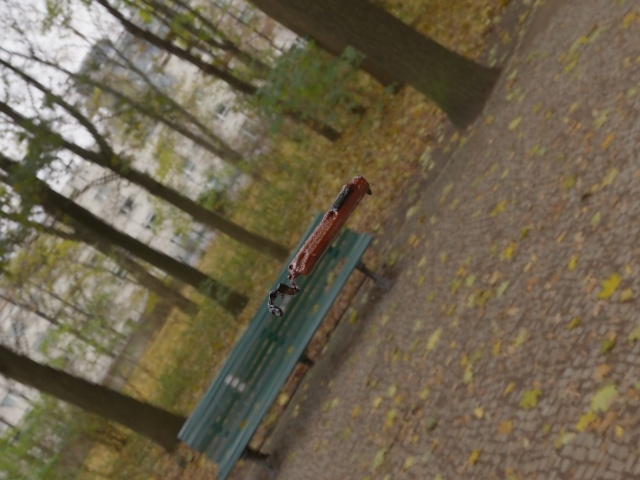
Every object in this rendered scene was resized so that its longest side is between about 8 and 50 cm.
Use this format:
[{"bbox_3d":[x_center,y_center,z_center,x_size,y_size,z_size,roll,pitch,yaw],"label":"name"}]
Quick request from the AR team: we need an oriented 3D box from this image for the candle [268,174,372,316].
[{"bbox_3d":[-0.001,-0.001,0.650,0.167,0.021,0.026,-54,-31,-41],"label":"candle"}]
